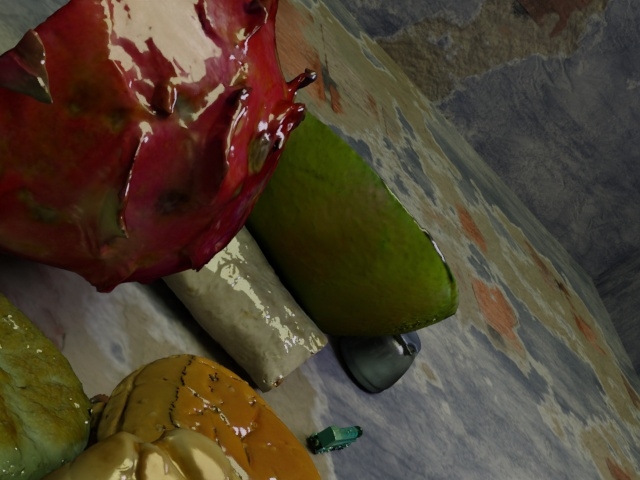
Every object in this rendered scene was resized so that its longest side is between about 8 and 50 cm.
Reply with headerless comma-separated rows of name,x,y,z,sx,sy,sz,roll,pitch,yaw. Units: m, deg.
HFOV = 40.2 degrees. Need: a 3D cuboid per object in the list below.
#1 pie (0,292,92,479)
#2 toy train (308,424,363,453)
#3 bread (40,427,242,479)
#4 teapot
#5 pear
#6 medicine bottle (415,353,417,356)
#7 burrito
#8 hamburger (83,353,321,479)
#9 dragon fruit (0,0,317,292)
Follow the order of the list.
pie,-0.290,0.070,0.621,0.323,0.070,0.323,43,3,-3
toy train,0.022,0.253,1.130,0.092,0.045,0.029,11,49,-57
bread,-0.164,0.245,0.528,0.311,0.121,0.173,-32,85,-36
teapot,0.103,0.157,1.355,0.111,0.108,0.149,51,22,-11
pear,-0.002,0.002,1.214,0.399,0.165,0.399,49,-10,11
medicine bottle,0.128,0.129,1.531,0.051,0.051,0.191,38,25,-34
burrito,-0.118,0.047,1.076,0.299,0.105,0.143,52,25,-8
hamburger,-0.113,0.214,0.749,0.244,0.163,0.244,40,27,-26
dragon fruit,-0.165,-0.092,0.824,0.249,0.371,0.386,47,10,-6
